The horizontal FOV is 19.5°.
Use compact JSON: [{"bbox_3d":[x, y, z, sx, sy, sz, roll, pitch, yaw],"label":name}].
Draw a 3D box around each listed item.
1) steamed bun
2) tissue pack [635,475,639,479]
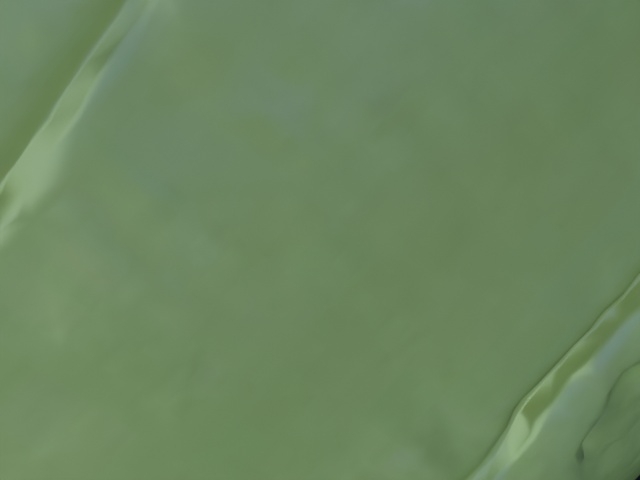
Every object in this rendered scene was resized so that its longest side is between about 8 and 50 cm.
[{"bbox_3d":[-0.084,-0.087,0.431,0.371,0.290,0.456,-47,130,1],"label":"steamed bun"},{"bbox_3d":[0.083,0.015,0.886,0.288,0.124,0.394,-56,146,-1],"label":"tissue pack"}]
